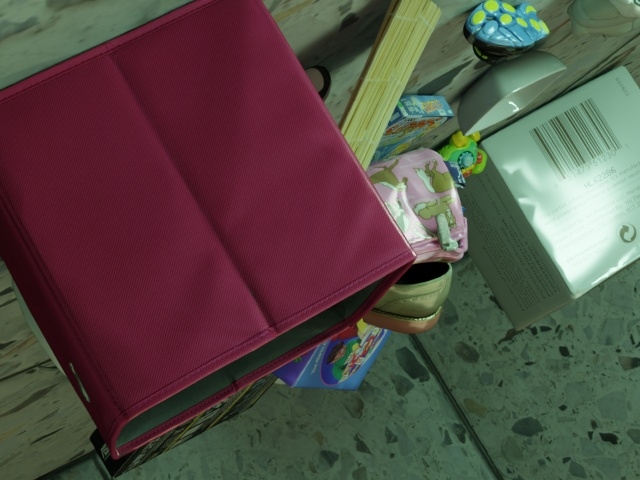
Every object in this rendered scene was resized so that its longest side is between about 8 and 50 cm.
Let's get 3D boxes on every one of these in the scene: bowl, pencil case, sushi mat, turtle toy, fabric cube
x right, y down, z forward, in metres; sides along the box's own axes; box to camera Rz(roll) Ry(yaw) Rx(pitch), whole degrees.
[{"bbox_3d":[0.264,-0.216,1.904,0.142,0.053,0.142,-25,170,-32],"label":"bowl"},{"bbox_3d":[0.000,0.000,1.692,0.386,0.160,0.167,-16,178,-23],"label":"pencil case"},{"bbox_3d":[0.035,-0.100,1.350,0.316,0.019,0.151,-65,163,8],"label":"sushi mat"},{"bbox_3d":[0.230,-0.135,2.214,0.095,0.066,0.130,-36,170,32],"label":"turtle toy"},{"bbox_3d":[-0.117,-0.006,1.087,0.259,0.258,0.254,-29,172,-16],"label":"fabric cube"}]

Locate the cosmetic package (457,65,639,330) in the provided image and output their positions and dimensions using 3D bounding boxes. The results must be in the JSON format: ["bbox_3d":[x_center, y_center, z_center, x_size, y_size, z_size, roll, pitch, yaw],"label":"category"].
[{"bbox_3d":[0.469,-0.069,2.553,0.329,0.327,0.393,-29,173,-12],"label":"cosmetic package"}]

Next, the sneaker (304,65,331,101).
[{"bbox_3d":[-0.036,-0.138,1.345,0.109,0.040,0.044,-34,169,21],"label":"sneaker"}]

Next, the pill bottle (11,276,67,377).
[{"bbox_3d":[-0.167,0.023,1.409,0.278,0.162,0.162,-31,172,1],"label":"pill bottle"}]

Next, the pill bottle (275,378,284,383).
[{"bbox_3d":[0.011,0.109,2.460,0.334,0.188,0.188,-35,171,25],"label":"pill bottle"}]

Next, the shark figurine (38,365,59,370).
[{"bbox_3d":[-0.251,0.076,1.675,0.166,0.116,0.278,7,149,-16],"label":"shark figurine"}]

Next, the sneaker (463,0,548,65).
[{"bbox_3d":[0.208,-0.233,1.551,0.078,0.067,0.188,-42,171,24],"label":"sneaker"}]

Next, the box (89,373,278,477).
[{"bbox_3d":[-0.177,0.225,2.218,0.318,0.097,0.395,-22,162,-36],"label":"box"}]

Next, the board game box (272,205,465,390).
[{"bbox_3d":[0.067,0.064,2.064,0.347,0.078,0.233,-59,155,7],"label":"board game box"}]

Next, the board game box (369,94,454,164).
[{"bbox_3d":[0.083,-0.141,1.763,0.136,0.035,0.201,-34,171,24],"label":"board game box"}]

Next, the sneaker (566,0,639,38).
[{"bbox_3d":[0.410,-0.316,1.749,0.262,0.099,0.121,-10,167,-47],"label":"sneaker"}]

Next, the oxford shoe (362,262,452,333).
[{"bbox_3d":[0.013,0.027,1.856,0.348,0.123,0.130,10,140,-9],"label":"oxford shoe"}]

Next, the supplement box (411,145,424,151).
[{"bbox_3d":[0.136,-0.108,2.139,0.062,0.036,0.098,-29,171,-14],"label":"supplement box"}]
